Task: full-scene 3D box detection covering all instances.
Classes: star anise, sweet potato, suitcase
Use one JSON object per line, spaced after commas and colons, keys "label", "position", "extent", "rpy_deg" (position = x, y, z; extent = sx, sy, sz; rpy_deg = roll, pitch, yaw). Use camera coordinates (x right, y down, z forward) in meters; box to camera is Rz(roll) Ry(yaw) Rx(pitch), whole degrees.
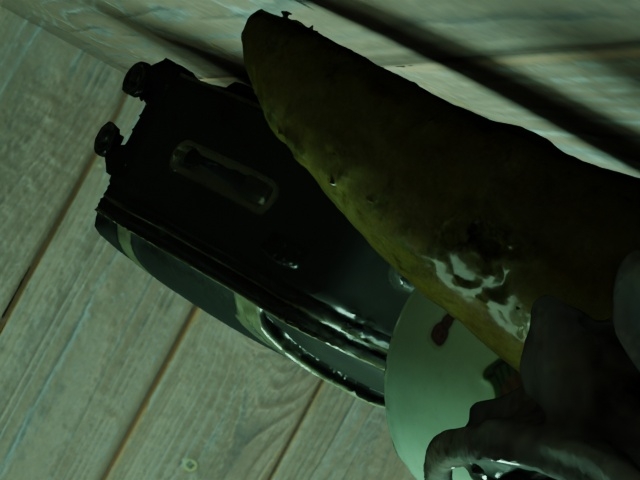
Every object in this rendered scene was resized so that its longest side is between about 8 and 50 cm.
{"label": "star anise", "position": [0.177, 0.101, 0.606], "extent": [0.315, 0.139, 0.359], "rpy_deg": [16, 150, 19]}
{"label": "sweet potato", "position": [0.126, 0.015, 0.767], "extent": [0.422, 0.130, 0.130], "rpy_deg": [31, 179, 6]}
{"label": "suitcase", "position": [0.000, 0.000, 1.325], "extent": [0.283, 0.194, 0.434], "rpy_deg": [28, 178, -37]}

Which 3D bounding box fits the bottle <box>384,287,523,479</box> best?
{"label": "bottle", "position": [0.219, 0.115, 0.979], "extent": [0.229, 0.229, 0.351], "rpy_deg": [28, 171, -32]}
